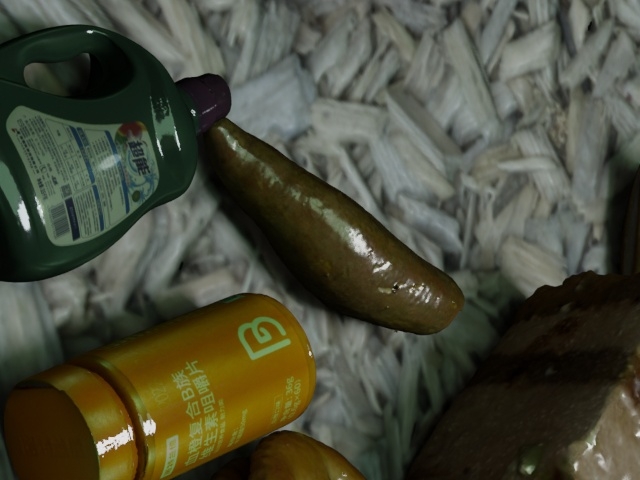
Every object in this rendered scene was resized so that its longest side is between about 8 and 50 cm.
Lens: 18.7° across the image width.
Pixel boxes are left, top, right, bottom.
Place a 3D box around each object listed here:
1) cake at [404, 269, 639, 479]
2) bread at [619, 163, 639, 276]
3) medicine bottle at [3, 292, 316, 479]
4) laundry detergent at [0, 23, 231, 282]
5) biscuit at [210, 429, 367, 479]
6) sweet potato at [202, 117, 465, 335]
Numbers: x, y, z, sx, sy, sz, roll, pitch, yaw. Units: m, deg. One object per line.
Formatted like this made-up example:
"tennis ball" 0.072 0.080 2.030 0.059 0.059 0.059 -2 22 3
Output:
"cake" 0.189 0.184 1.450 0.293 0.196 0.199 -47 115 -30
"bread" 0.338 0.054 1.657 0.184 0.110 0.234 14 78 -45
"medicine bottle" -0.099 0.102 1.245 0.192 0.096 0.096 -20 99 -43
"laundry detergent" -0.145 -0.071 1.234 0.221 0.078 0.144 -32 103 -40
"biscuit" 0.009 0.228 1.292 0.220 0.066 0.220 48 19 -22
"sweet potato" 0.000 0.000 1.371 0.243 0.077 0.077 35 63 -28
